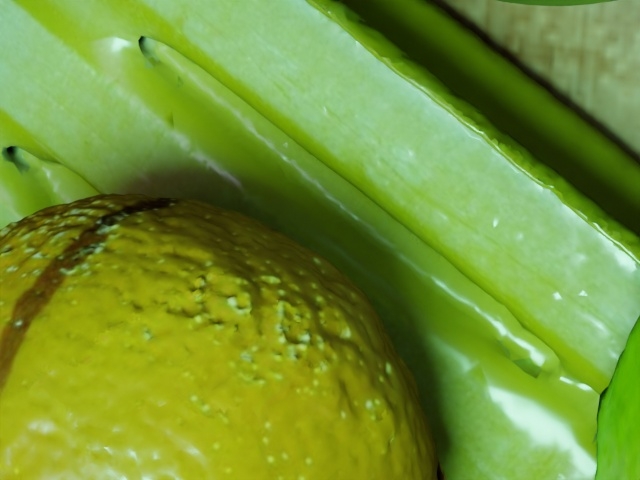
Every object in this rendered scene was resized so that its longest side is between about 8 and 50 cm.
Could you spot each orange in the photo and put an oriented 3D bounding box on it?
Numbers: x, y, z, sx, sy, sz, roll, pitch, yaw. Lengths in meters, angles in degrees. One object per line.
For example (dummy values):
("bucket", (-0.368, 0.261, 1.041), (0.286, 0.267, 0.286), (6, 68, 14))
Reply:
("orange", (-0.057, 0.083, 0.431), (0.193, 0.161, 0.193), (8, 110, 22))

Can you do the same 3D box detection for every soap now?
("soap", (0.000, 0.000, 0.517), (0.315, 0.091, 0.199), (39, 121, 13))

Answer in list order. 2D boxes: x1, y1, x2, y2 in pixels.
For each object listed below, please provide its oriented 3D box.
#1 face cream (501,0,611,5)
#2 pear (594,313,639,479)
("face cream", (0.041, -0.177, 0.347), (0.218, 0.179, 0.218), (1, 93, 28))
("pear", (0.258, 0.115, 0.311), (0.398, 0.165, 0.399), (4, 110, 13))
